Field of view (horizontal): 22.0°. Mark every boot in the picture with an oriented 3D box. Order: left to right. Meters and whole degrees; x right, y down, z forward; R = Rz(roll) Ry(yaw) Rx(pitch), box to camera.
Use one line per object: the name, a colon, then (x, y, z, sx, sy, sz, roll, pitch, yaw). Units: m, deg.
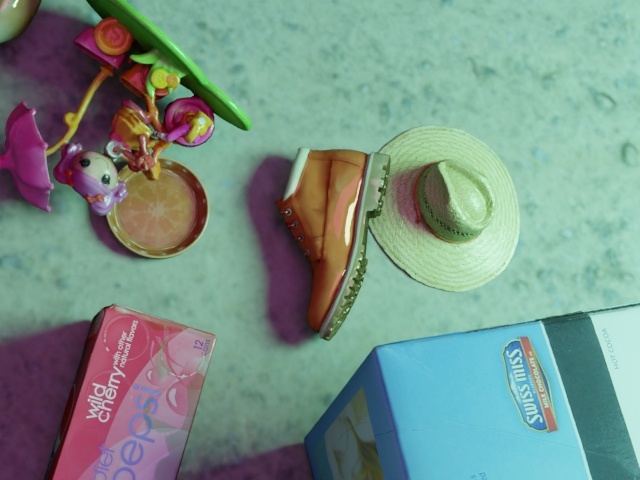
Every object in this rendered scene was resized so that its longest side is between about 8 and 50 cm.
boot: (0.000, 0.000, 1.318, 0.085, 0.059, 0.158, 12, 77, 5)

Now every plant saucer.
plant saucer: (-0.130, -0.026, 1.306, 0.083, 0.013, 0.083, 3, 78, -13)

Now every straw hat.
straw hat: (0.111, -0.034, 1.345, 0.144, 0.061, 0.144, 3, 78, -13)

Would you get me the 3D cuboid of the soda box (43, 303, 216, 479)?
soda box: (-0.159, 0.185, 1.215, 0.092, 0.083, 0.263, 18, 74, -10)

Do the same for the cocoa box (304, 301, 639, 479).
cocoa box: (0.150, 0.252, 1.170, 0.228, 0.231, 0.347, -8, 69, -17)

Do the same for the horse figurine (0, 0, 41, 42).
horse figurine: (-0.293, -0.187, 1.274, 0.263, 0.066, 0.174, -41, 84, -16)

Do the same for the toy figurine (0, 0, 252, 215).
toy figurine: (-0.167, -0.085, 1.268, 0.173, 0.130, 0.159, 40, 83, -12)
